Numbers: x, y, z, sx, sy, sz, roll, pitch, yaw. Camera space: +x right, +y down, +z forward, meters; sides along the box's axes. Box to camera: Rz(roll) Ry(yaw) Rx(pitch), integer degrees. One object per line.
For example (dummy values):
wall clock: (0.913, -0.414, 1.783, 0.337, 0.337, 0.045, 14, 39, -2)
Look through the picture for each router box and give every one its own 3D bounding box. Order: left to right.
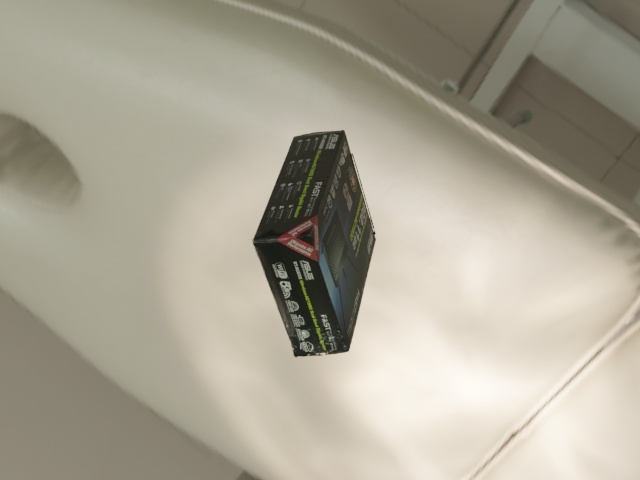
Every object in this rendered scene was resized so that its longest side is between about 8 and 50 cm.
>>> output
router box: (0.000, 0.000, 0.687, 0.038, 0.122, 0.092, -5, 126, 18)
